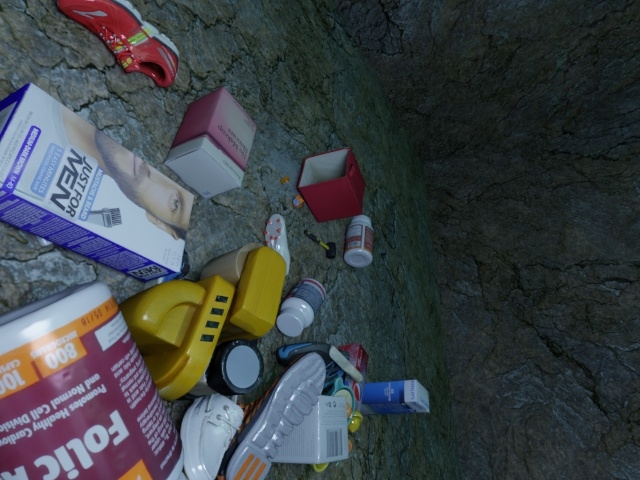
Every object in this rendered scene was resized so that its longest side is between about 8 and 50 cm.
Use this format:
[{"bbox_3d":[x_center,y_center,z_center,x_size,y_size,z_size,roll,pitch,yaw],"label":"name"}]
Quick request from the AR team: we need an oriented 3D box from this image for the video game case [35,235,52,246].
[{"bbox_3d":[-0.460,-0.085,0.725,0.143,0.019,0.157,-43,115,-60],"label":"video game case"}]

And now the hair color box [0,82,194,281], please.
[{"bbox_3d":[-0.391,-0.077,0.715,0.339,0.110,0.185,41,42,-50],"label":"hair color box"}]

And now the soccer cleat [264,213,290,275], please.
[{"bbox_3d":[-0.129,0.018,1.260,0.076,0.068,0.196,15,71,-65],"label":"soccer cleat"}]

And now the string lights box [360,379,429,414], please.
[{"bbox_3d":[0.239,0.562,1.460,0.133,0.260,0.076,50,36,-41],"label":"string lights box"}]

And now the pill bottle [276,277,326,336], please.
[{"bbox_3d":[-0.060,0.202,1.242,0.108,0.108,0.180,66,28,-17],"label":"pill bottle"}]

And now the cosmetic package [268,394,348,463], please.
[{"bbox_3d":[-0.044,0.477,1.047,0.151,0.184,0.151,34,49,-53],"label":"cosmetic package"}]

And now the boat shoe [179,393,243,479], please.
[{"bbox_3d":[-0.199,0.345,0.797,0.277,0.096,0.098,-113,-176,-69],"label":"boat shoe"}]

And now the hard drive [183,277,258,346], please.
[{"bbox_3d":[-0.235,0.211,0.962,0.254,0.054,0.172,48,38,-42],"label":"hard drive"}]

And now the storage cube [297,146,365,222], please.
[{"bbox_3d":[0.048,-0.207,1.553,0.193,0.215,0.183,59,30,-41],"label":"storage cube"}]

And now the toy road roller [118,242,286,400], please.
[{"bbox_3d":[-0.228,0.125,0.762,0.240,0.202,0.329,40,46,-32],"label":"toy road roller"}]

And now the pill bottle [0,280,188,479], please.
[{"bbox_3d":[-0.328,0.275,0.565,0.224,0.224,0.392,-39,111,-61],"label":"pill bottle"}]

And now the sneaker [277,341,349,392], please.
[{"bbox_3d":[-0.006,0.386,1.236,0.341,0.125,0.139,32,54,-51],"label":"sneaker"}]

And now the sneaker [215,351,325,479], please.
[{"bbox_3d":[-0.135,0.365,0.909,0.321,0.180,0.124,-47,121,-29],"label":"sneaker"}]

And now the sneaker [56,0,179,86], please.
[{"bbox_3d":[-0.421,-0.429,0.889,0.279,0.107,0.118,18,70,-56],"label":"sneaker"}]

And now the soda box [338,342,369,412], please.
[{"bbox_3d":[0.095,0.487,1.408,0.083,0.092,0.263,56,33,-31],"label":"soda box"}]

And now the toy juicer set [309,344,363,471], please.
[{"bbox_3d":[0.074,0.490,1.194,0.209,0.089,0.329,28,72,-44],"label":"toy juicer set"}]

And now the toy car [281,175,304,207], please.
[{"bbox_3d":[-0.103,-0.164,1.447,0.040,0.060,0.122,-38,96,-15],"label":"toy car"}]

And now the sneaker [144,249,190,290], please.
[{"bbox_3d":[-0.318,0.075,0.870,0.085,0.058,0.152,28,46,-45],"label":"sneaker"}]

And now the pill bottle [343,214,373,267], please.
[{"bbox_3d":[0.168,-0.002,1.765,0.121,0.121,0.216,51,36,-39],"label":"pill bottle"}]

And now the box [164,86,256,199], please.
[{"bbox_3d":[-0.271,-0.247,1.048,0.148,0.127,0.232,47,38,-44],"label":"box"}]

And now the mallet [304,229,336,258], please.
[{"bbox_3d":[0.000,0.000,1.545,0.190,0.039,0.062,43,41,-40],"label":"mallet"}]
